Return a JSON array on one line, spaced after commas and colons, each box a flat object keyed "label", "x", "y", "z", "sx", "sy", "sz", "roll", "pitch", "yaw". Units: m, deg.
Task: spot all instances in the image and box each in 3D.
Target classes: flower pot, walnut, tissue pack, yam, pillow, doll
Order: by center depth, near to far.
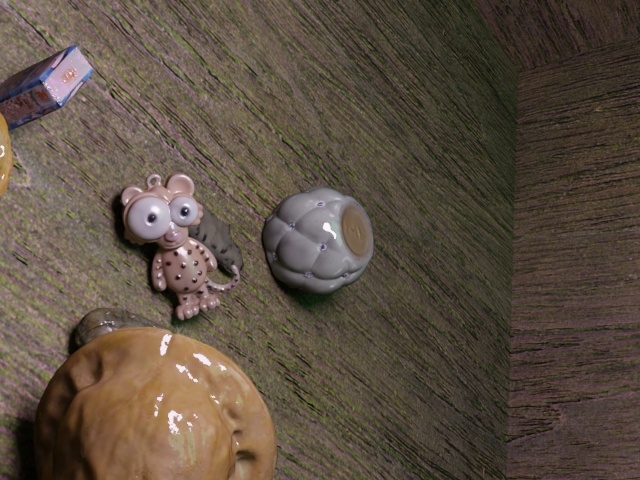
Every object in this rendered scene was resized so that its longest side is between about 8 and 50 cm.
[{"label": "walnut", "x": -0.250, "y": 0.329, "z": 1.327, "sx": 0.383, "sy": 0.383, "sz": 0.383, "roll": 26, "pitch": 58, "yaw": -50}, {"label": "tissue pack", "x": -0.451, "y": -0.238, "z": 1.422, "sx": 0.065, "sy": 0.155, "sz": 0.115, "roll": 56, "pitch": 37, "yaw": -29}, {"label": "yam", "x": -0.279, "y": 0.213, "z": 1.540, "sx": 0.330, "sy": 0.133, "sz": 0.133, "roll": 37, "pitch": 49, "yaw": -39}, {"label": "doll", "x": -0.261, "y": 0.008, "z": 1.635, "sx": 0.278, "sy": 0.154, "sz": 0.119, "roll": 64, "pitch": -10, "yaw": -18}, {"label": "pillow", "x": -0.228, "y": -0.024, "z": 1.770, "sx": 0.241, "sy": 0.051, "sz": 0.093, "roll": 40, "pitch": 47, "yaw": -39}, {"label": "flower pot", "x": 0.000, "y": 0.000, "z": 1.971, "sx": 0.246, "sy": 0.195, "sz": 0.246, "roll": 24, "pitch": 60, "yaw": -50}]

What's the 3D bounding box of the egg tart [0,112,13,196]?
[{"label": "egg tart", "x": -0.564, "y": -0.110, "z": 1.159, "sx": 0.315, "sy": 0.120, "sz": 0.315, "roll": 14, "pitch": 55, "yaw": -21}]
